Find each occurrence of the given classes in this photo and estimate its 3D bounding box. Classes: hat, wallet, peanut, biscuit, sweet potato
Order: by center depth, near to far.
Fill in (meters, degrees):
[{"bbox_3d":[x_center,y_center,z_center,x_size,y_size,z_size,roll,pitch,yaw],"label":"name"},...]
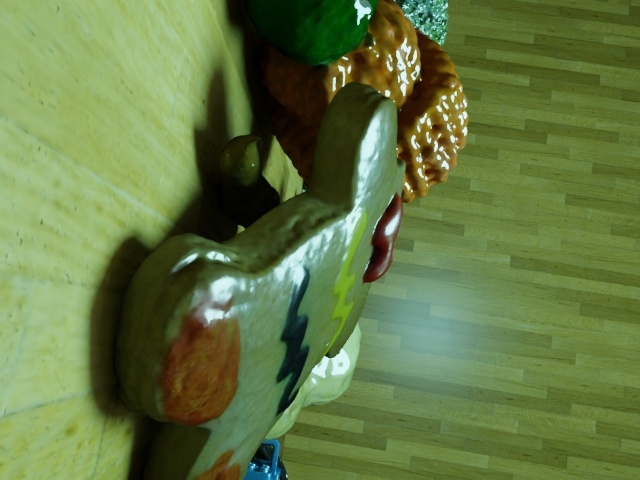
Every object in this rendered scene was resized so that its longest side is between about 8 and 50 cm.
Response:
[{"bbox_3d":[-0.019,0.059,0.520,0.394,0.076,0.368,-42,149,-45],"label":"biscuit"},{"bbox_3d":[-0.077,-0.048,0.573,0.274,0.067,0.067,101,-1,-75],"label":"sweet potato"},{"bbox_3d":[0.006,-0.200,0.663,0.400,0.285,0.285,24,72,-54],"label":"hat"},{"bbox_3d":[-0.027,0.210,0.871,0.319,0.147,0.147,-34,138,-53],"label":"peanut"},{"bbox_3d":[-0.118,0.517,1.137,0.146,0.030,0.285,43,-38,36],"label":"wallet"}]

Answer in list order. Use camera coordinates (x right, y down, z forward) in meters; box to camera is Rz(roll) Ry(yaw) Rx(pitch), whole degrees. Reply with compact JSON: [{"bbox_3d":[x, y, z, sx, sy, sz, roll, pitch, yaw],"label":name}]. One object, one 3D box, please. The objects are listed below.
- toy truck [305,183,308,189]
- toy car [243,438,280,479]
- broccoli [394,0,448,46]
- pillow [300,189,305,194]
[{"bbox_3d":[0.007,-0.181,1.511,0.124,0.114,0.253,-107,-156,-70],"label":"toy truck"},{"bbox_3d":[-0.112,0.355,0.818,0.191,0.097,0.100,91,8,-73],"label":"toy car"},{"bbox_3d":[0.076,-0.483,1.006,0.249,0.302,0.375,-32,105,-59],"label":"broccoli"},{"bbox_3d":[-0.050,-0.022,1.388,0.229,0.051,0.128,97,-4,-60],"label":"pillow"}]
